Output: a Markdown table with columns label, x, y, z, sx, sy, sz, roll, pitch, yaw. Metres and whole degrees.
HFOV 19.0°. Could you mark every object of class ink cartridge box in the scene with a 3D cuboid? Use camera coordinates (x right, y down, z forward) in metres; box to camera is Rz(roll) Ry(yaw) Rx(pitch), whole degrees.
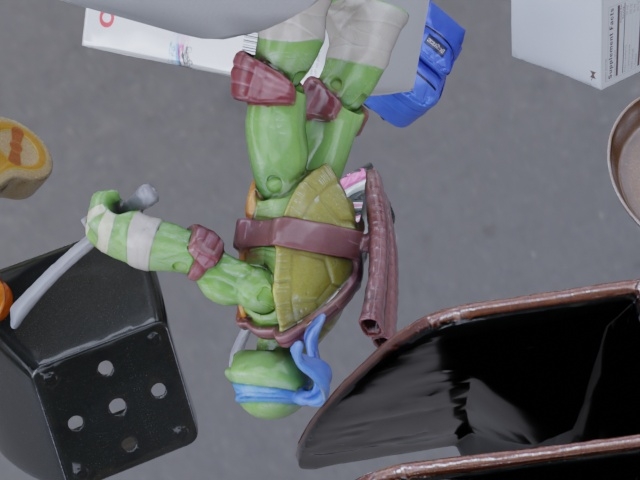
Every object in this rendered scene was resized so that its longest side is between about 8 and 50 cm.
| label | x | y | z | sx | sy | sz | roll | pitch | yaw |
| --- | --- | --- | --- | --- | --- | --- | --- | --- | --- |
| ink cartridge box | -0.045 | -0.221 | 1.537 | 0.232 | 0.168 | 0.171 | 14 | 102 | 23 |

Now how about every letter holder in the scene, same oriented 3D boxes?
| label | x | y | z | sx | sy | sz | roll | pitch | yaw |
| --- | --- | --- | --- | --- | --- | --- | --- | --- | --- |
| letter holder | 0.039 | 0.144 | 0.956 | 0.214 | 0.302 | 0.152 | -6 | 72 | -14 |

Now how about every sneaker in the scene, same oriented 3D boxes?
| label | x | y | z | sx | sy | sz | roll | pitch | yaw |
| --- | --- | --- | --- | --- | --- | --- | --- | --- | --- |
| sneaker | 0.000 | 0.000 | 1.968 | 0.178 | 0.072 | 0.077 | -36 | 86 | 24 |

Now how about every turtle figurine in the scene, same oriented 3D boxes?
| label | x | y | z | sx | sy | sz | roll | pitch | yaw |
| --- | --- | --- | --- | --- | --- | --- | --- | --- | --- |
| turtle figurine | -0.059 | -0.036 | 1.196 | 0.274 | 0.197 | 0.266 | 15 | 90 | 66 |

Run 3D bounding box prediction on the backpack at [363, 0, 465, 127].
| label | x | y | z | sx | sy | sz | roll | pitch | yaw |
| --- | --- | --- | --- | --- | --- | --- | --- | --- | --- |
| backpack | 0.092 | -0.190 | 2.019 | 0.101 | 0.098 | 0.120 | -39 | 20 | 53 |

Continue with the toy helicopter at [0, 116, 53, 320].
| label | x | y | z | sx | sy | sz | roll | pitch | yaw |
| --- | --- | --- | --- | --- | --- | --- | --- | --- | --- |
| toy helicopter | -0.332 | -0.020 | 1.685 | 0.235 | 0.355 | 0.140 | 42 | 121 | 4 |

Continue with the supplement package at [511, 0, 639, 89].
| label | x | y | z | sx | sy | sz | roll | pitch | yaw |
| --- | --- | --- | --- | --- | --- | --- | --- | --- | --- |
| supplement package | 0.338 | -0.280 | 2.091 | 0.244 | 0.134 | 0.139 | -27 | 37 | -34 |

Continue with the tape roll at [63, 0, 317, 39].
| label | x | y | z | sx | sy | sz | roll | pitch | yaw |
| --- | --- | --- | --- | --- | --- | --- | --- | --- | --- |
| tape roll | -0.064 | -0.245 | 0.921 | 0.286 | 0.100 | 0.286 | -10 | 76 | 44 |

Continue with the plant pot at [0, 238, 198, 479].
| label | x | y | z | sx | sy | sz | roll | pitch | yaw |
| --- | --- | --- | --- | --- | --- | --- | --- | --- | --- |
| plant pot | -0.208 | 0.121 | 1.741 | 0.187 | 0.188 | 0.167 | -20 | 26 | -15 |

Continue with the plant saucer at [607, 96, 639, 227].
| label | x | y | z | sx | sy | sz | roll | pitch | yaw |
| --- | --- | --- | --- | --- | --- | --- | --- | --- | --- |
| plant saucer | 0.313 | -0.051 | 1.569 | 0.168 | 0.029 | 0.168 | 4 | 61 | -8 |
